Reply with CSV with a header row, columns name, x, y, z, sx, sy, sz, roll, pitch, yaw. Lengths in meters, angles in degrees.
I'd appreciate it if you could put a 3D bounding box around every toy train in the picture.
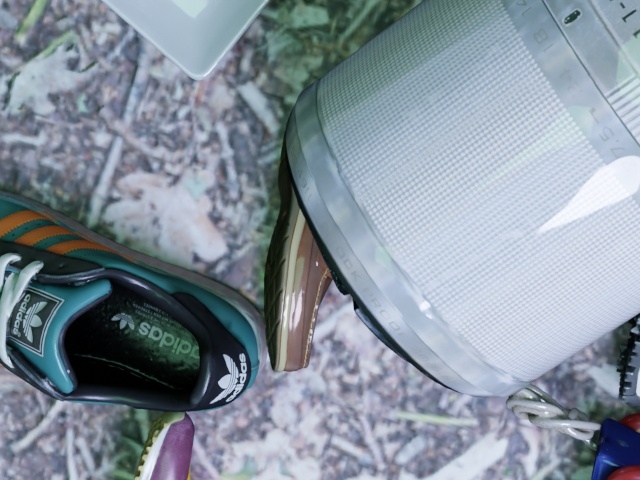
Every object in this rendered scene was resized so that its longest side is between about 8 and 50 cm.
name,x,y,z,sx,sy,sz,roll,pitch,yaw
toy train,0.176,0.185,1.024,0.248,0.105,0.143,28,110,5

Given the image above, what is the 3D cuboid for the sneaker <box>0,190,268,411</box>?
name,x,y,z,sx,sy,sz,roll,pitch,yaw
sneaker,-0.184,0.036,1.042,0.302,0.121,0.108,16,96,6

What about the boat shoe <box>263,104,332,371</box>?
name,x,y,z,sx,sy,sz,roll,pitch,yaw
boat shoe,0.000,0.000,1.043,0.060,0.064,0.178,8,89,-12

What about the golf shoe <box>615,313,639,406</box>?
name,x,y,z,sx,sy,sz,roll,pitch,yaw
golf shoe,0.257,0.027,1.007,0.093,0.077,0.198,28,98,4

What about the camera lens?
name,x,y,z,sx,sy,sz,roll,pitch,yaw
camera lens,0.135,-0.058,0.920,0.274,0.219,0.219,-35,89,18

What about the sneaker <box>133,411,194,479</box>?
name,x,y,z,sx,sy,sz,roll,pitch,yaw
sneaker,-0.091,0.204,1.075,0.083,0.069,0.186,12,102,-2

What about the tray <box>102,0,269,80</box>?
name,x,y,z,sx,sy,sz,roll,pitch,yaw
tray,-0.132,-0.244,1.052,0.270,0.030,0.145,41,99,2
